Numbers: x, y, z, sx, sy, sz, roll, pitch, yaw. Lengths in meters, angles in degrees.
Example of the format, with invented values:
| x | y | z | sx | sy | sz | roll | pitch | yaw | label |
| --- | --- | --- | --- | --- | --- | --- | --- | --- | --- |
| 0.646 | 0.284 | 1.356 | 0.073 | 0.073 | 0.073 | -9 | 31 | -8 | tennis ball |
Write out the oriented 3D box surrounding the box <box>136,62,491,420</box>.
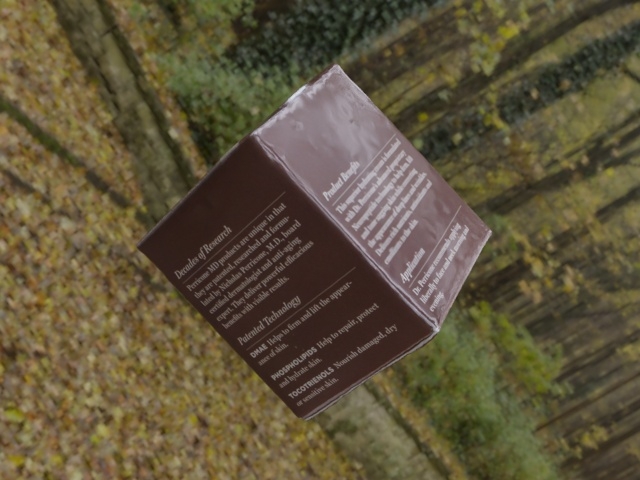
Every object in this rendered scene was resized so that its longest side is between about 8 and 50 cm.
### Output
| x | y | z | sx | sy | sz | roll | pitch | yaw | label |
| --- | --- | --- | --- | --- | --- | --- | --- | --- | --- |
| 0.000 | 0.000 | 0.780 | 0.203 | 0.167 | 0.168 | 47 | 37 | -4 | box |
